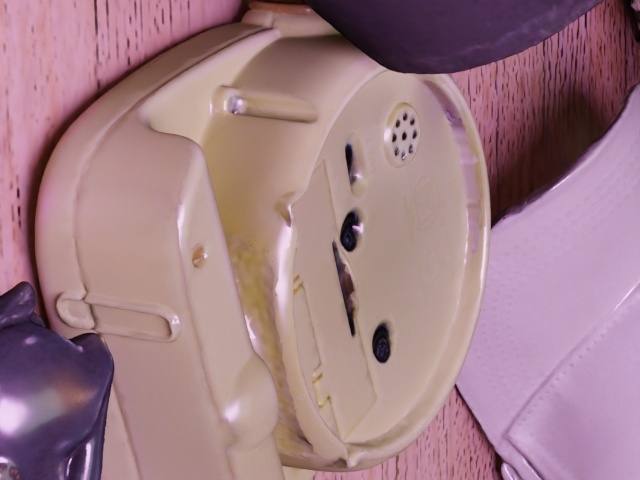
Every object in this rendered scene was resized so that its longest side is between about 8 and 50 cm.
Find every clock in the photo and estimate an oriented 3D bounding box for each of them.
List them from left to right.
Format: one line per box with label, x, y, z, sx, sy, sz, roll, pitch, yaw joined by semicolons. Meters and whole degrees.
clock;0.000;0.000;0.895;0.308;0.096;0.235;-46;132;-45

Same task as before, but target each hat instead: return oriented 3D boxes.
hat;0.213;0.052;1.104;0.258;0.168;0.301;-46;133;-13

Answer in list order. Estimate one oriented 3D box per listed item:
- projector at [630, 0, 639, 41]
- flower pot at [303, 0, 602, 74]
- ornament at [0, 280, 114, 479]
projector;0.272;-0.114;1.237;0.193;0.088;0.269;60;7;18
flower pot;0.049;-0.167;0.789;0.148;0.235;0.235;54;51;-33
ornament;-0.171;0.109;0.659;0.236;0.080;0.202;8;92;-58
